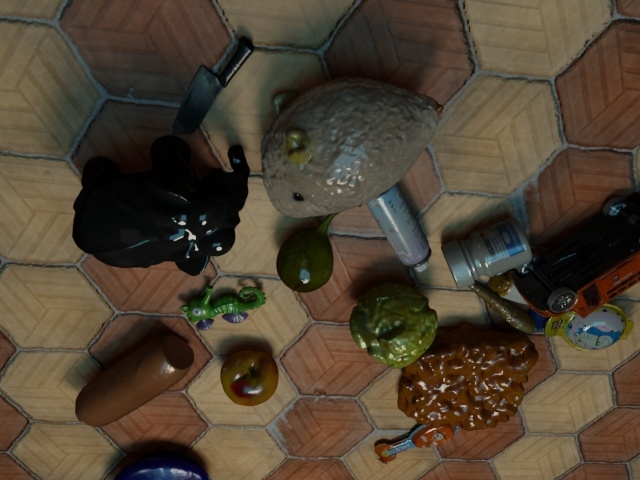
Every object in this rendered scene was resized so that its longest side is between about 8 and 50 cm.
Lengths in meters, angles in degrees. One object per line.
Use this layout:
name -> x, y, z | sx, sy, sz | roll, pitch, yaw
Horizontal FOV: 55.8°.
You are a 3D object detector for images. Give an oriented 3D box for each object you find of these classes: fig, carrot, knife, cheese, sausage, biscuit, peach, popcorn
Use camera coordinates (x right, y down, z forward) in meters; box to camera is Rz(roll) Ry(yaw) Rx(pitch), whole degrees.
fig -> 0.000, 0.000, 1.229 | 0.124, 0.124, 0.236 | 29, 106, -22
carrot -> 0.412, 0.146, 1.408 | 0.254, 0.049, 0.049 | 36, 114, -19
knife -> -0.202, -0.272, 1.079 | 0.060, 0.028, 0.230 | 37, 117, -12
cheese -> 0.268, 0.550, 1.664 | 0.256, 0.037, 0.106 | -27, 121, 11
sausage -> -0.435, 0.327, 1.393 | 0.304, 0.121, 0.121 | -34, 120, 15
cheese -> 0.622, 0.206, 1.456 | 0.250, 0.064, 0.156 | 7, 123, 4
biscuit -> 0.350, 0.346, 1.494 | 0.318, 0.110, 0.312 | -1, 125, -5
peach -> -0.167, 0.324, 1.418 | 0.138, 0.138, 0.138 | -3, 124, -4
popcorn -> 0.155, 0.187, 1.343 | 0.198, 0.198, 0.212 | 13, 148, -14

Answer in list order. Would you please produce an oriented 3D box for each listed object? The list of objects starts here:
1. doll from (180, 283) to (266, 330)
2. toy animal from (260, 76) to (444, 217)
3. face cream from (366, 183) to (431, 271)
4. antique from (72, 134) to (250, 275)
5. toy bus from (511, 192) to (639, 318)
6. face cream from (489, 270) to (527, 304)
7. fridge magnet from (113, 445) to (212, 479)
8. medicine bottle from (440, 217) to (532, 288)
doll -> -0.214, 0.141, 1.335 | 0.190, 0.050, 0.115 | -8, 131, -2
toy animal -> 0.042, -0.172, 1.069 | 0.358, 0.188, 0.226 | -28, 128, 12
face cream -> 0.166, -0.025, 1.247 | 0.075, 0.075, 0.229 | -27, 121, 12
antique -> -0.280, -0.058, 1.075 | 0.322, 0.255, 0.185 | -14, 122, 1
toy bus -> 0.583, 0.052, 1.284 | 0.329, 0.143, 0.153 | -35, 127, 6
face cream -> 0.475, 0.113, 1.385 | 0.182, 0.051, 0.072 | 14, 119, -16
fridge magnet -> -0.422, 0.664, 1.625 | 0.265, 0.113, 0.265 | -2, 124, -3
medicine bottle -> 0.351, 0.026, 1.282 | 0.168, 0.105, 0.105 | -23, 123, 10
